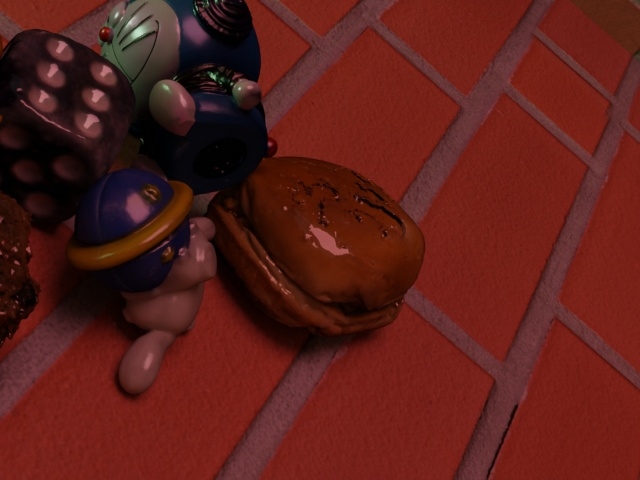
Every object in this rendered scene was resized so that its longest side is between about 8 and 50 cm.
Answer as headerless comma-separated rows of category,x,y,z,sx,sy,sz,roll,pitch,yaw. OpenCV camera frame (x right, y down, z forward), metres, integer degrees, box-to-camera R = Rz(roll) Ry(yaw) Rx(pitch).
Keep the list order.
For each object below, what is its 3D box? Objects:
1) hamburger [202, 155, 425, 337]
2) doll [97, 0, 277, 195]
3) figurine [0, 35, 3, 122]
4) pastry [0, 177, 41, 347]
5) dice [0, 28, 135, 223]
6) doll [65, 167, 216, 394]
hamburger,-0.006,-0.002,1.980,0.284,0.174,0.304,44,26,22
doll,-0.187,-0.223,1.917,0.240,0.284,0.310,5,45,-38
figurine,-0.432,-0.201,1.434,0.215,0.228,0.215,6,18,-2
pastry,-0.428,0.011,1.514,0.275,0.193,0.275,28,36,-23
dice,-0.356,-0.146,1.765,0.181,0.183,0.182,29,39,-22
doll,-0.194,0.004,1.746,0.243,0.159,0.311,58,27,-15
